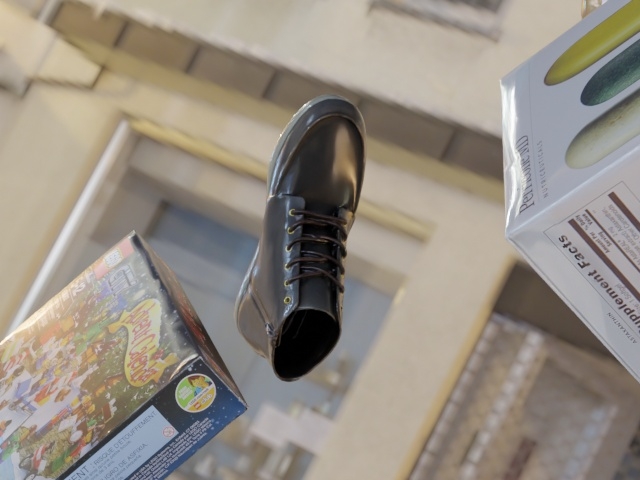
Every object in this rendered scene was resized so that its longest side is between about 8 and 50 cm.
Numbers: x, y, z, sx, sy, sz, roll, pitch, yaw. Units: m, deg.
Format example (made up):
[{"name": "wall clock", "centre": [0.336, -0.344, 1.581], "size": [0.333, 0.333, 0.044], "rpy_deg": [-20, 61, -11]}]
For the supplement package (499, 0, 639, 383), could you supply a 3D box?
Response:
[{"name": "supplement package", "centre": [0.261, -0.056, 0.893], "size": [0.198, 0.263, 0.199], "rpy_deg": [45, 25, -20]}]

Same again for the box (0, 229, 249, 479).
[{"name": "box", "centre": [-0.139, 0.091, 0.956], "size": [0.044, 0.159, 0.233], "rpy_deg": [49, 0, -23]}]

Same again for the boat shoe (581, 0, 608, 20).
[{"name": "boat shoe", "centre": [0.267, -0.169, 1.241], "size": [0.096, 0.098, 0.277], "rpy_deg": [4, 14, 18]}]

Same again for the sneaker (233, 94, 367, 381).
[{"name": "sneaker", "centre": [0.000, 0.000, 1.296], "size": [0.083, 0.222, 0.118], "rpy_deg": [11, 13, -20]}]
